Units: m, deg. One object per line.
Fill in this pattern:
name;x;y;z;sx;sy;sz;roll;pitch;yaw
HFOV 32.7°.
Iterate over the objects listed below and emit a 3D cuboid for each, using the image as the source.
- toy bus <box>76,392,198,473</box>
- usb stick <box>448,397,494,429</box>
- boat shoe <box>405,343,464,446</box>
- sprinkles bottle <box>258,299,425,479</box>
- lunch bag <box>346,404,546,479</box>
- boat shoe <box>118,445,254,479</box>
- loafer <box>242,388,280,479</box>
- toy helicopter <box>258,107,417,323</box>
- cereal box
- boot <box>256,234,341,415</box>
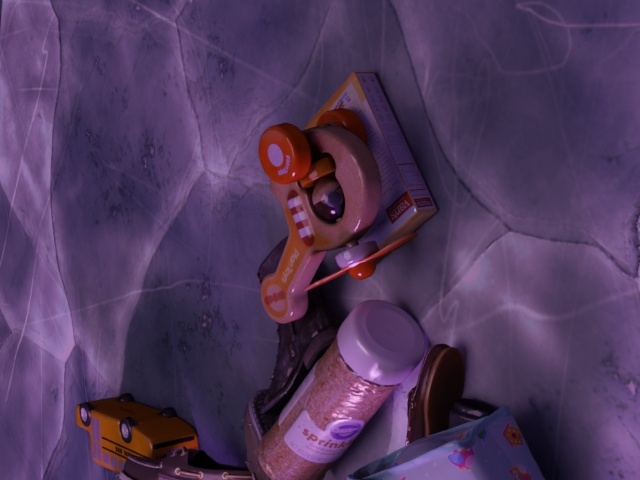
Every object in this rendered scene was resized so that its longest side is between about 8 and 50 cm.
toy bus;-0.374;0.399;2.196;0.332;0.108;0.130;4;100;52
usb stick;0.201;0.356;1.487;0.077;0.045;0.278;14;105;47
boat shoe;0.149;0.237;1.516;0.073;0.073;0.207;23;112;47
sprinkles bottle;0.025;0.240;1.641;0.121;0.121;0.355;60;137;28
lunch bag;0.163;0.362;1.393;0.262;0.160;0.223;-31;85;39
boat shoe;-0.217;0.420;1.941;0.324;0.116;0.097;8;86;32
loafer;-0.070;0.377;1.822;0.087;0.094;0.251;-47;52;56
toy helicopter;0.000;0.000;1.572;0.235;0.140;0.355;47;135;25
cereal box;0.064;-0.101;1.602;0.173;0.047;0.240;-43;62;46
boot;-0.050;0.135;1.768;0.263;0.091;0.229;-54;48;37
